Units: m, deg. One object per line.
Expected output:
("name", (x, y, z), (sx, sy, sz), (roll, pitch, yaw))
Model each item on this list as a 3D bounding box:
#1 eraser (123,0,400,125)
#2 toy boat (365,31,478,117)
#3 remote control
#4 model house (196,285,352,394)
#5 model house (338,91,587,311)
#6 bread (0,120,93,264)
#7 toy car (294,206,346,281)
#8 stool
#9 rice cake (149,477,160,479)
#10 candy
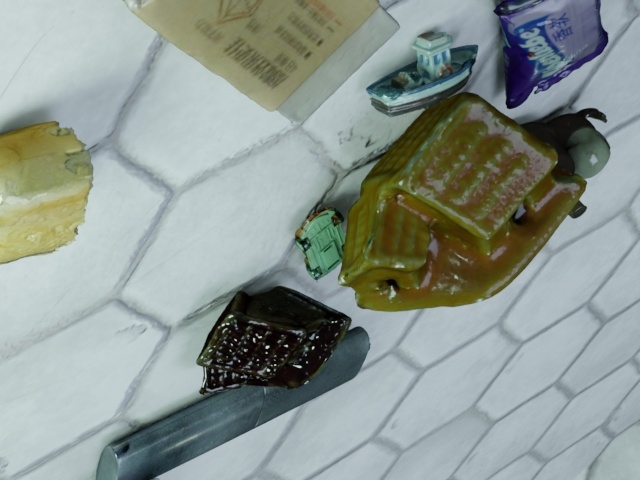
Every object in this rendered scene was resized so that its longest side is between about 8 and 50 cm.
("eraser", (-0.052, -0.206, 1.419), (0.144, 0.078, 0.343), (-44, 157, 7))
("toy boat", (0.108, -0.175, 1.735), (0.140, 0.059, 0.066), (-24, 124, -30))
("remote control", (-0.102, 0.206, 2.075), (0.377, 0.044, 0.107), (-24, 157, -32))
("model house", (-0.077, 0.123, 1.897), (0.152, 0.106, 0.165), (-8, 136, -53))
("model house", (0.130, -0.036, 1.835), (0.268, 0.173, 0.239), (-51, 158, -4))
("bread", (-0.249, -0.039, 1.413), (0.106, 0.082, 0.125), (-9, 152, -34))
("toy car", (0.000, 0.000, 1.889), (0.059, 0.035, 0.122), (-39, 150, -10))
("stool", (0.271, -0.080, 2.054), (0.217, 0.121, 0.125), (-25, 150, -21))
("rice cake", (-0.258, 0.360, 2.071), (0.127, 0.043, 0.237), (-24, 162, -30))
("candy", (0.252, -0.232, 1.828), (0.145, 0.070, 0.275), (-32, 159, -4))
